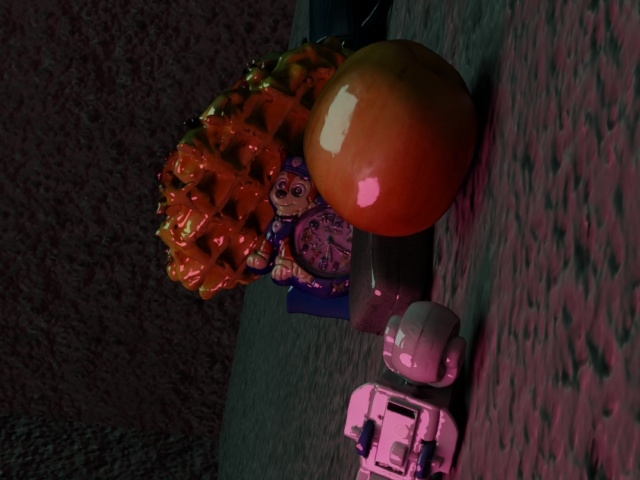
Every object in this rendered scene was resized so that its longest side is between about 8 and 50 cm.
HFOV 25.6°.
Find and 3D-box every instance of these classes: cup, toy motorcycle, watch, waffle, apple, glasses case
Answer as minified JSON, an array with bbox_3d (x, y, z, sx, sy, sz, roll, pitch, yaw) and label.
[{"bbox_3d":[0.040,-0.337,2.136,0.150,0.113,0.138,104,169,-53],"label":"cup"},{"bbox_3d":[0.085,0.164,1.311,0.112,0.112,0.254,-94,13,-61],"label":"toy motorcycle"},{"bbox_3d":[0.004,0.008,1.914,0.200,0.171,0.196,80,-153,-75],"label":"watch"},{"bbox_3d":[-0.072,-0.093,1.962,0.095,0.379,0.382,39,146,31],"label":"waffle"},{"bbox_3d":[0.072,-0.106,1.384,0.199,0.199,0.199,-172,90,-83],"label":"apple"},{"bbox_3d":[0.083,-0.054,1.605,0.131,0.074,0.323,114,162,-63],"label":"glasses case"}]

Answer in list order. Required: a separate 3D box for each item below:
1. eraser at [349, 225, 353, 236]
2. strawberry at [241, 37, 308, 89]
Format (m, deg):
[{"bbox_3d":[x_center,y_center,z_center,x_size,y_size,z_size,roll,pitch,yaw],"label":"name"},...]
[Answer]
[{"bbox_3d":[0.079,-0.119,1.805,0.095,0.052,0.225,122,155,-69],"label":"eraser"},{"bbox_3d":[-0.082,-0.215,2.529,0.233,0.137,0.306,-29,-36,-44],"label":"strawberry"}]
